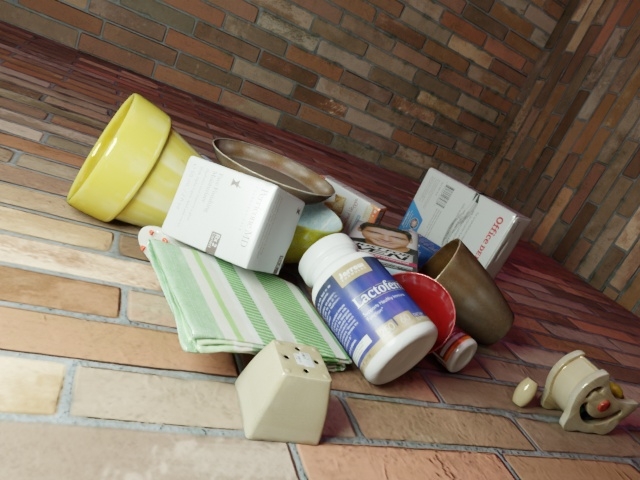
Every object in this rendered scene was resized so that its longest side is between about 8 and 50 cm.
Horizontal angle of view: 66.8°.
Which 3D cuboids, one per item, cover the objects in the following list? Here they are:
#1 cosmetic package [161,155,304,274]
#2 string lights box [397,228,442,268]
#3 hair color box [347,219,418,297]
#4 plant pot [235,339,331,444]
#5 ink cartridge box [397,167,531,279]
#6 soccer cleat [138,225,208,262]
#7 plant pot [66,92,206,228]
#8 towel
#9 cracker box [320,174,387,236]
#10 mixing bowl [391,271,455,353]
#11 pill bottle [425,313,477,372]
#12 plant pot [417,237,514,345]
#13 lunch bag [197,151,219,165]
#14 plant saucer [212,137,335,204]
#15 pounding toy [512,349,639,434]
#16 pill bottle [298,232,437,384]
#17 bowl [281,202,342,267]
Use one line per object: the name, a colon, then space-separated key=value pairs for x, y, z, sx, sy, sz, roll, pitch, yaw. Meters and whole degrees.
cosmetic package: x=-0.153 y=-0.042 z=0.889 sx=0.183 sy=0.152 sz=0.151 roll=20 pitch=-1 yaw=18
string lights box: x=0.375 y=0.054 z=1.660 sx=0.259 sy=0.077 sz=0.133 roll=35 pitch=20 yaw=27
hair color box: x=0.148 y=0.056 z=1.245 sx=0.185 sy=0.114 sz=0.374 roll=14 pitch=16 yaw=8
plant pot: x=-0.045 y=0.201 z=0.669 sx=0.109 sy=0.096 sz=0.109 roll=16 pitch=20 yaw=-25
ink cartridge box: x=0.535 y=-0.057 z=1.845 sx=0.166 sy=0.286 sz=0.395 roll=5 pitch=27 yaw=-48
soccer cleat: x=-0.253 y=0.038 z=0.914 sx=0.196 sy=0.068 sz=0.076 roll=33 pitch=13 yaw=3
plant pot: x=-0.340 y=-0.128 z=0.997 sx=0.239 sy=0.254 sz=0.254 roll=32 pitch=12 yaw=-31
towel: x=-0.115 y=0.114 z=0.813 sx=0.324 sy=0.038 sz=0.248 roll=21 pitch=21 yaw=-43
cracker box: x=0.072 y=-0.087 z=1.532 sx=0.232 sy=0.156 sz=0.067 roll=32 pitch=20 yaw=22
mixing bowl: x=0.181 y=0.167 z=0.998 sx=0.181 sy=0.181 sz=0.098 roll=35 pitch=-19 yaw=28
pill bottle: x=0.258 y=0.208 z=1.062 sx=0.086 sy=0.086 sz=0.152 roll=7 pitch=26 yaw=-44
plant pot: x=0.362 y=0.151 z=1.221 sx=0.230 sy=0.215 sz=0.215 roll=41 pitch=19 yaw=0
lunch bag: x=-0.357 y=-0.154 z=1.232 sx=0.303 sy=0.115 sz=0.243 roll=25 pitch=20 yaw=-3
plant saucer: x=-0.114 y=-0.159 z=1.158 sx=0.310 sy=0.050 sz=0.311 roll=22 pitch=19 yaw=-8
pounding toy: x=0.545 y=0.305 z=1.056 sx=0.269 sy=0.154 sz=0.155 roll=17 pitch=20 yaw=-26
pill bottle: x=0.078 y=0.117 z=0.902 sx=0.153 sy=0.153 sz=0.265 roll=4 pitch=38 yaw=-48
bowl: x=-0.110 y=-0.026 z=1.120 sx=0.289 sy=0.156 sz=0.289 roll=23 pitch=18 yaw=-8
